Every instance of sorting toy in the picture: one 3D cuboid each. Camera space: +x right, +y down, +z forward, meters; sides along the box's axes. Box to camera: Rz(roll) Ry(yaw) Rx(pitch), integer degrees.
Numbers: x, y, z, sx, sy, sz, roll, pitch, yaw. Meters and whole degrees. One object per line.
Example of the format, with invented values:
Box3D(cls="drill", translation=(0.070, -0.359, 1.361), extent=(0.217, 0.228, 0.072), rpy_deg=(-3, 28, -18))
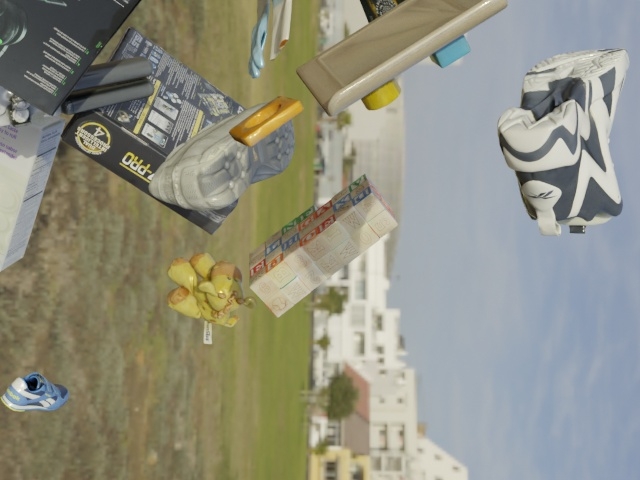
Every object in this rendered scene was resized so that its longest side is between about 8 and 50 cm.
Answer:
Box3D(cls="sorting toy", translation=(0.072, -0.177, 0.867), extent=(0.047, 0.348, 0.196), rpy_deg=(57, 3, -21))

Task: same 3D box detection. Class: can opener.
Box3D(cls="can opener", translation=(-0.408, -0.248, 1.486), extent=(0.093, 0.281, 0.074), rpy_deg=(45, -38, 45))

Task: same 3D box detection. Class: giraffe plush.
Box3D(cls="giraffe plush", translation=(-0.235, 0.114, 2.062), extent=(0.170, 0.182, 0.210), rpy_deg=(-32, -108, 57))

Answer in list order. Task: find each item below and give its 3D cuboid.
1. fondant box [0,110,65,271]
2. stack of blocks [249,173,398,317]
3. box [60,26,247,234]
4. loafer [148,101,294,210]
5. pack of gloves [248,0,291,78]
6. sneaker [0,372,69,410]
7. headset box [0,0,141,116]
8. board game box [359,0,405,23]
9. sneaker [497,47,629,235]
Box3D(cls="fondant box", translation=(-0.662, -0.137, 1.791), extent=(0.330, 0.238, 0.096), rpy_deg=(-65, 174, 24))
Box3D(cls="stack of blocks", translation=(0.000, 0.000, 1.803), extent=(0.087, 0.297, 0.171), rpy_deg=(49, 11, -19))
Box3D(cls="box", translation=(-0.287, -0.220, 1.741), extent=(0.097, 0.318, 0.394), rpy_deg=(-49, -160, 26))
Box3D(cls="loafer", translation=(-0.125, -0.123, 1.267), extent=(0.319, 0.112, 0.112), rpy_deg=(-42, 127, -63))
Box3D(cls="pack of gloves", translation=(-0.100, -0.410, 1.604), extent=(0.195, 0.046, 0.232), rpy_deg=(145, -48, -61))
Box3D(cls="sneaker", translation=(-0.504, 0.272, 1.660), extent=(0.059, 0.053, 0.144), rpy_deg=(-61, 154, 10))
Box3D(cls="headset box", translation=(-0.414, -0.350, 1.291), extent=(0.283, 0.246, 0.131), rpy_deg=(-50, -146, 12))
Box3D(cls="board game box", translation=(0.132, -0.473, 1.791), extent=(0.026, 0.126, 0.186), rpy_deg=(-46, 123, -35))
Box3D(cls="sneaker", translation=(0.254, -0.090, 0.917), extent=(0.235, 0.094, 0.153), rpy_deg=(-51, 133, -49))
